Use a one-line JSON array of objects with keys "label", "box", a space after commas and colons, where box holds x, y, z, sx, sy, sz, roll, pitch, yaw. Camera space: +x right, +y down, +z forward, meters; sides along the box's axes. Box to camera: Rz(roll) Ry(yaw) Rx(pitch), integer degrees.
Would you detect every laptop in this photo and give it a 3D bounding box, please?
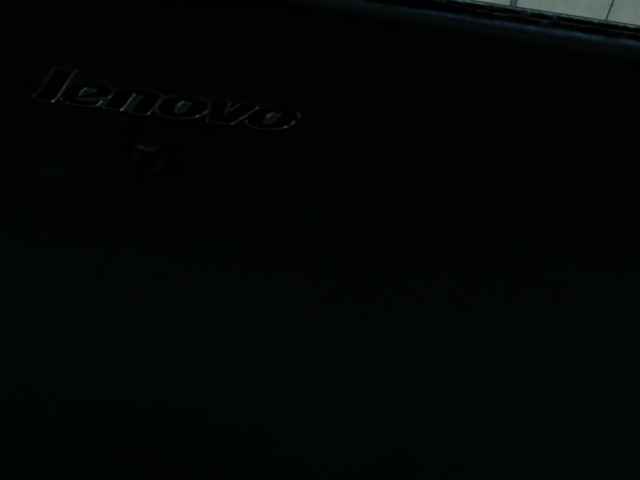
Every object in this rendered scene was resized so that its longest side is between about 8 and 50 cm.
[{"label": "laptop", "box": [0.000, 0.000, 0.678, 0.382, 0.236, 0.408, 6, 13, -19]}]
